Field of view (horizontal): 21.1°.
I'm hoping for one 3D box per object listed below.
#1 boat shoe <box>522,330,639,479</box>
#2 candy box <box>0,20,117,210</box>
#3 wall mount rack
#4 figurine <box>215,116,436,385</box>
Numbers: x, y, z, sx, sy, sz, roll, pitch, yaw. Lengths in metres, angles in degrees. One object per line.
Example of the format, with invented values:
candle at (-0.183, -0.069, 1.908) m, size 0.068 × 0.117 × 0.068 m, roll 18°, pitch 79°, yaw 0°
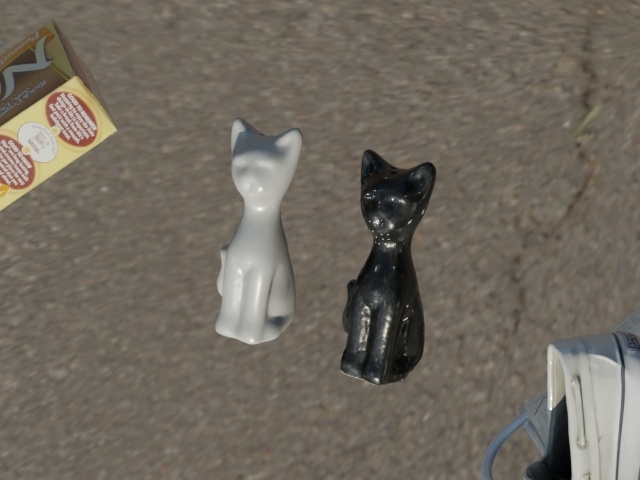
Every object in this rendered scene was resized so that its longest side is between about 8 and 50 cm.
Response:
boat shoe at (0.210, 0.204, 1.413) m, size 0.088 × 0.096 × 0.268 m, roll 1°, pitch 110°, yaw -12°
candy box at (-0.386, -0.095, 1.878) m, size 0.316 × 0.183 × 0.087 m, roll -33°, pitch 121°, yaw 1°
wall mount rack at (0.331, 0.168, 1.929) m, size 0.350 × 0.304 × 0.130 m, roll -41°, pitch 117°, yaw 8°
figurine at (0.000, 0.000, 1.569) m, size 0.215 × 0.092 × 0.209 m, roll 16°, pitch 118°, yaw 19°
